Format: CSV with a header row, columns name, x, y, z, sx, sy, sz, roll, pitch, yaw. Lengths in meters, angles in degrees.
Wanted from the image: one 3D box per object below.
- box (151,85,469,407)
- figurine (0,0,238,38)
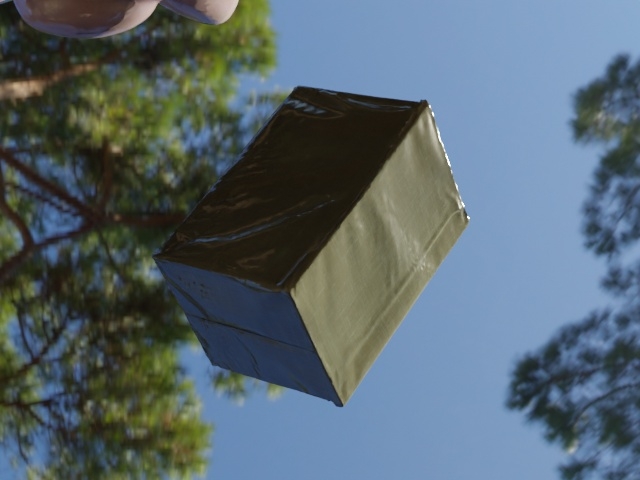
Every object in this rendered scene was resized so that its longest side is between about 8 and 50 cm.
name,x,y,z,sx,sy,sz,roll,pitch,yaw
box,0.000,0.000,1.190,0.149,0.155,0.231,12,-128,36
figurine,-0.073,-0.218,0.476,0.176,0.287,0.186,-14,-151,-41
